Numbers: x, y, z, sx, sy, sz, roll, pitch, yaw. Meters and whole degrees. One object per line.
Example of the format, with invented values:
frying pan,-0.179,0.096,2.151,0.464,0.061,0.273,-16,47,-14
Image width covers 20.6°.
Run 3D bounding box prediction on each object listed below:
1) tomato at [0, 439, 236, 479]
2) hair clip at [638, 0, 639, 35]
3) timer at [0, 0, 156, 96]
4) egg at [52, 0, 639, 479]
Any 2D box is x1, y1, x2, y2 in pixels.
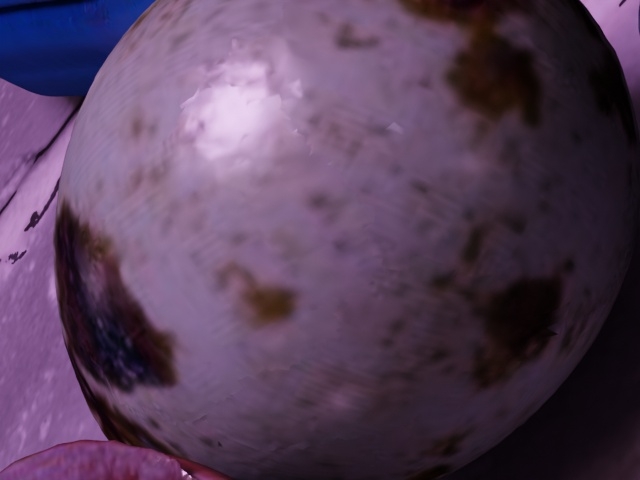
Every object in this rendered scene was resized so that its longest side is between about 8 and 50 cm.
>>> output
tomato,-0.021,0.168,0.508,0.199,0.112,0.228,-9,83,41
hair clip,0.099,-0.134,0.417,0.194,0.310,0.206,-28,16,44
timer,-0.071,-0.224,0.858,0.340,0.115,0.309,5,70,57
egg,0.000,0.000,0.548,0.231,0.169,0.169,126,150,-45
